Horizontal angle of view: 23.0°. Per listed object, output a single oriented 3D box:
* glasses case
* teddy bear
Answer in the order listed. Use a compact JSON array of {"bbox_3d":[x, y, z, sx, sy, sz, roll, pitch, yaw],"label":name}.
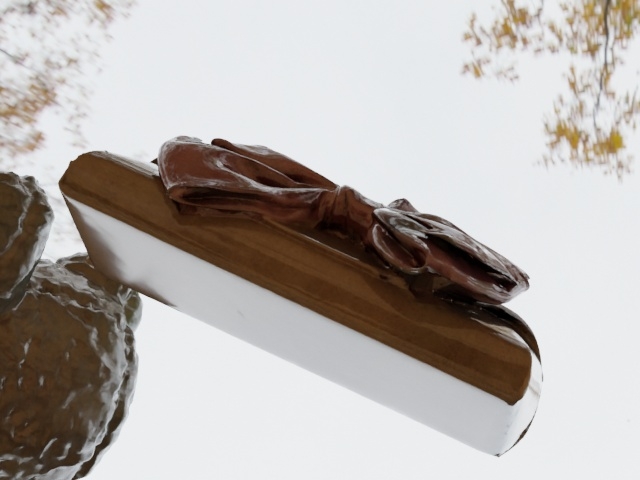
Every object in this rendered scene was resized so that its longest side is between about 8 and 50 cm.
[{"bbox_3d":[0.000,0.000,0.584,0.194,0.102,0.070,24,-110,11],"label":"glasses case"},{"bbox_3d":[-0.224,0.042,0.804,0.236,0.267,0.151,-39,-147,33],"label":"teddy bear"}]
